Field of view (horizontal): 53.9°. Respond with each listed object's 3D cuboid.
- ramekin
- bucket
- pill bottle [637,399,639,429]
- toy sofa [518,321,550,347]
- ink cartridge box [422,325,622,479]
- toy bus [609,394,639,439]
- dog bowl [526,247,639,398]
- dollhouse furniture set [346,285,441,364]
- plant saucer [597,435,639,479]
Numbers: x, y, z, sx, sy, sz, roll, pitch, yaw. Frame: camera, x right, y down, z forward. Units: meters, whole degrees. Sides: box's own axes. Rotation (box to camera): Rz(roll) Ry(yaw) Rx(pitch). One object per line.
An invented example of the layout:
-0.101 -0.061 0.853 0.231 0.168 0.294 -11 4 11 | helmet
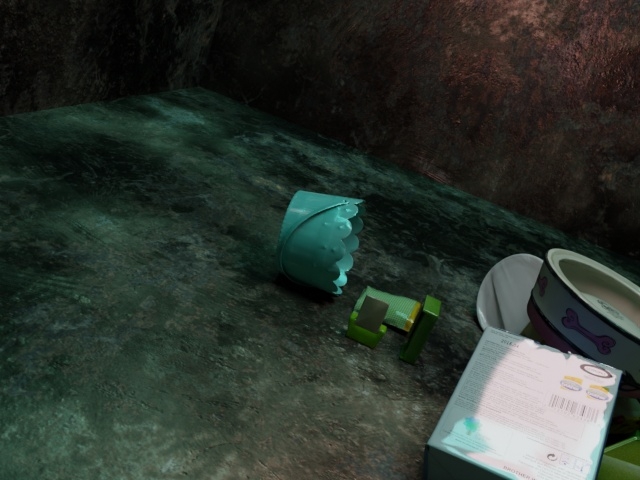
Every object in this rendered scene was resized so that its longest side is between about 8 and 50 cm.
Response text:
0.597 0.183 1.830 0.127 0.272 0.273 22 17 -31 | ramekin
0.000 0.000 1.719 0.183 0.281 0.281 14 20 10 | bucket
0.870 0.428 1.605 0.153 0.153 0.264 16 21 -12 | pill bottle
0.527 0.343 1.507 0.177 0.150 0.362 35 24 11 | toy sofa
0.391 0.331 1.179 0.270 0.151 0.395 18 43 24 | ink cartridge box
0.699 0.420 1.532 0.202 0.104 0.191 39 32 4 | toy bus
0.668 0.197 1.473 0.408 0.150 0.408 23 25 -11 | dog bowl
0.201 0.162 1.654 0.198 0.151 0.301 23 21 7 | dollhouse furniture set
0.639 0.437 1.235 0.188 0.045 0.188 -7 2 -29 | plant saucer
